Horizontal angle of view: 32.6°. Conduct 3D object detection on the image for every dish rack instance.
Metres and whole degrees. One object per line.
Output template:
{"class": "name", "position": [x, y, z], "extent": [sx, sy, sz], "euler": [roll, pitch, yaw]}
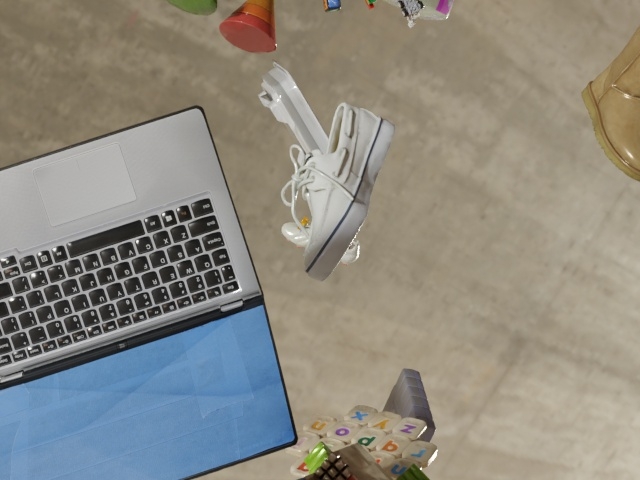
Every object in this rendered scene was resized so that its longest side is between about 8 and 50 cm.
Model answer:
{"class": "dish rack", "position": [-0.037, -0.217, 2.197], "extent": [0.286, 0.072, 0.333], "euler": [59, 179, -16]}

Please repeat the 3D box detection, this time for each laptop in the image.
{"class": "laptop", "position": [-0.267, 0.082, 1.294], "extent": [0.236, 0.381, 0.408], "euler": [-125, 18, -87]}

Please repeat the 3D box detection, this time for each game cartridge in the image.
{"class": "game cartridge", "position": [0.172, 0.504, 2.582], "extent": [0.068, 0.355, 0.230], "euler": [16, -153, -10]}

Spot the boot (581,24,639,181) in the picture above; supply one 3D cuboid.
{"class": "boot", "position": [0.526, -0.256, 1.684], "extent": [0.089, 0.269, 0.236], "euler": [7, -133, -30]}

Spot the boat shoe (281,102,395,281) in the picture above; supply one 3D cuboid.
{"class": "boat shoe", "position": [0.007, -0.103, 1.844], "extent": [0.156, 0.367, 0.136], "euler": [29, 145, -10]}

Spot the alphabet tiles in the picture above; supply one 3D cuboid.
{"class": "alphabet tiles", "position": [0.080, 0.415, 2.172], "extent": [0.284, 0.021, 0.278], "euler": [10, -154, 29]}

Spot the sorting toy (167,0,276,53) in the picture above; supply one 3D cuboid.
{"class": "sorting toy", "position": [-0.218, -0.505, 2.107], "extent": [0.365, 0.126, 0.127], "euler": [30, 162, -27]}

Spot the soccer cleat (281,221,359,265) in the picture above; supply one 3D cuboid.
{"class": "soccer cleat", "position": [0.003, -0.008, 2.604], "extent": [0.196, 0.076, 0.068], "euler": [23, -135, 5]}

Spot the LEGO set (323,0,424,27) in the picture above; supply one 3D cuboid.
{"class": "LEGO set", "position": [0.090, -0.435, 1.633], "extent": [0.182, 0.244, 0.060], "euler": [21, 175, -11]}

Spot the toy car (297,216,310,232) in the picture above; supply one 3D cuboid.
{"class": "toy car", "position": [0.000, 0.000, 2.214], "extent": [0.060, 0.041, 0.122], "euler": [35, -178, -39]}

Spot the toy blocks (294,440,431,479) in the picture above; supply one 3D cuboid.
{"class": "toy blocks", "position": [0.089, 0.477, 1.759], "extent": [0.381, 0.191, 0.261], "euler": [44, -169, 16]}

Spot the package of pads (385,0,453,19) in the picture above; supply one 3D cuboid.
{"class": "package of pads", "position": [0.176, -0.558, 1.931], "extent": [0.101, 0.297, 0.229], "euler": [20, -173, 36]}
